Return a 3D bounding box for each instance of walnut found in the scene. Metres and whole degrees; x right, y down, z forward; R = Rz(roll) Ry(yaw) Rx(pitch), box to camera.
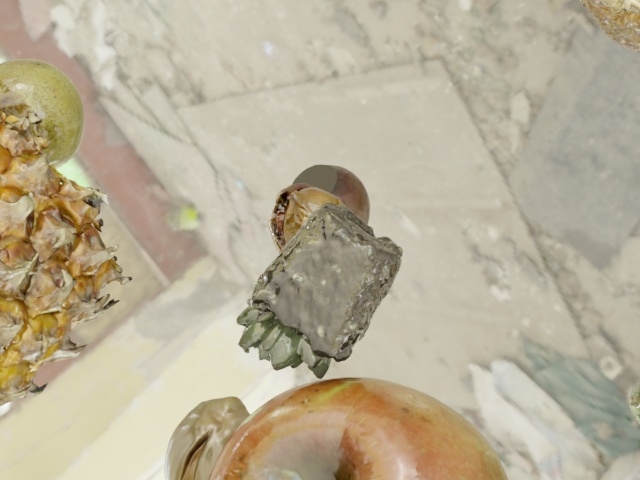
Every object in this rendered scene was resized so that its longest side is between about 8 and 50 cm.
[{"bbox_3d":[0.000,0.000,1.593,0.137,0.137,0.245,29,154,38],"label":"walnut"}]

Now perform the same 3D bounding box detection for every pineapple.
[{"bbox_3d":[-0.403,0.028,1.088,0.352,0.300,0.352,21,135,22],"label":"pineapple"}]

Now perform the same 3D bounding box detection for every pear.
[{"bbox_3d":[-0.411,-0.171,1.470,0.167,0.136,0.167,6,119,12],"label":"pear"}]

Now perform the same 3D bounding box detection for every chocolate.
[{"bbox_3d":[0.020,-0.042,1.842,0.176,0.177,0.177,38,153,23],"label":"chocolate"}]

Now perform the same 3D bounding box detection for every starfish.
[{"bbox_3d":[0.378,-0.295,1.346,0.299,0.060,0.302,28,-164,-25],"label":"starfish"}]

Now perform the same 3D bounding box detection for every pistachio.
[{"bbox_3d":[-0.139,0.290,1.349,0.124,0.124,0.185,31,115,34],"label":"pistachio"}]

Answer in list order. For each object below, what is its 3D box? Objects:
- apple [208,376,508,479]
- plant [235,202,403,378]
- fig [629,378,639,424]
[{"bbox_3d":[0.047,0.319,1.154,0.338,0.338,0.305,32,168,34],"label":"apple"},{"bbox_3d":[-0.002,0.064,1.141,0.132,0.194,0.129,36,-163,8],"label":"plant"},{"bbox_3d":[0.530,0.214,1.310,0.235,0.203,0.203,41,154,13],"label":"fig"}]
